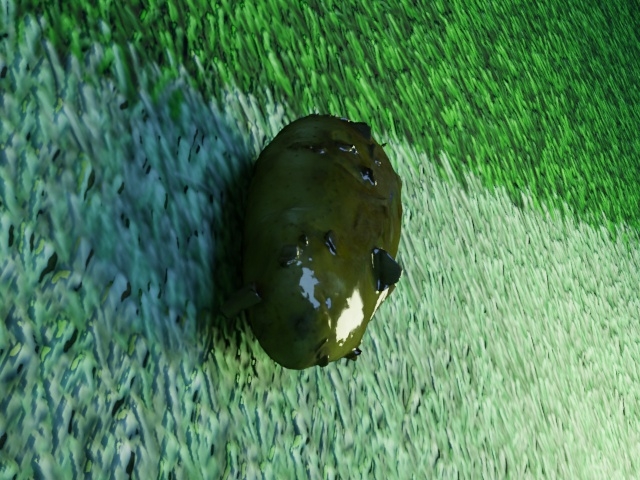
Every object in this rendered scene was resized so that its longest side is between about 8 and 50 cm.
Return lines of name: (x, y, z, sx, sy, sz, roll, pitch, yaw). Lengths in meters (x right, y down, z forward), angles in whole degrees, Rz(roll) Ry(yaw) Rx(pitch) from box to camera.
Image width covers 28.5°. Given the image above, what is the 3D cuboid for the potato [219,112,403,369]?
potato: (0.000, 0.000, 0.762, 0.117, 0.090, 0.225, 55, 25, -22)
